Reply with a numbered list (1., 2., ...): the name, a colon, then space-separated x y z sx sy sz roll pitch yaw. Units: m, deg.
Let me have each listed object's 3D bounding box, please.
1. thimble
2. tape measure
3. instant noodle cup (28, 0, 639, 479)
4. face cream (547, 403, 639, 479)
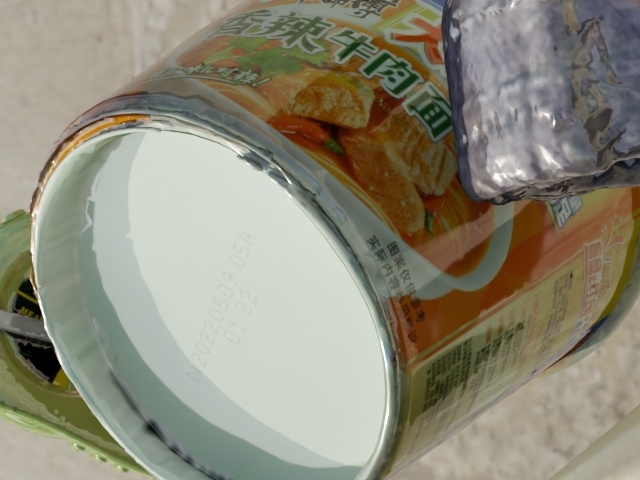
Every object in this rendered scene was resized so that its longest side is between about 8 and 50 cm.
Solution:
1. thimble: 0.126 -0.073 0.706 0.150 0.150 0.097 -16 81 57
2. tape measure: -0.152 0.054 1.014 0.154 0.178 0.087 -68 13 -10
3. instant noodle cup: 0.000 0.000 0.868 0.296 0.214 0.296 20 126 29
4. face cream: 0.188 0.049 0.545 0.137 0.084 0.341 47 124 17
